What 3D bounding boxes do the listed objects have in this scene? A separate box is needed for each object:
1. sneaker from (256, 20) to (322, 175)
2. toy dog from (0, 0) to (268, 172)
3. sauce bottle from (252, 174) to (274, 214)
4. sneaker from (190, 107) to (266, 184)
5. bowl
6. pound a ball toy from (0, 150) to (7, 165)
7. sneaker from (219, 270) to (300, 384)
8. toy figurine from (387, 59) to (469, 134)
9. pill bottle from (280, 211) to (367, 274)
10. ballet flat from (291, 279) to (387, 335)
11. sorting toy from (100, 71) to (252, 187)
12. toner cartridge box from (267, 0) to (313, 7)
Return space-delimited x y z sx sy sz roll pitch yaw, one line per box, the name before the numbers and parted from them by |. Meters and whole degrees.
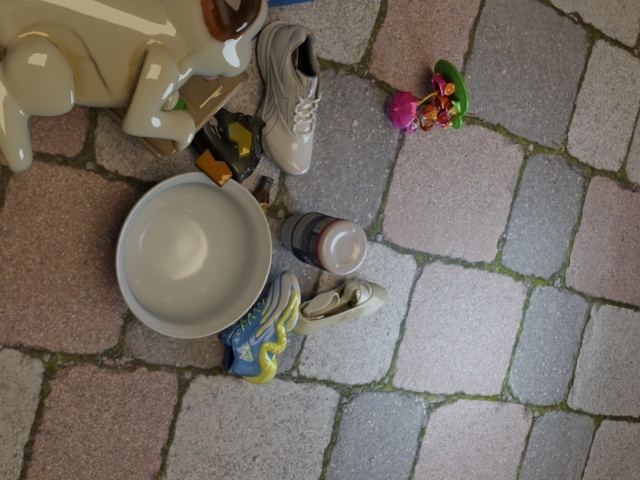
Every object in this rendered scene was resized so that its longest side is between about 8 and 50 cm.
sneaker | -0.054 -0.267 1.454 0.111 0.129 0.297 -15 109 -32
toy dog | -0.281 -0.326 1.121 0.408 0.284 0.395 -12 115 -11
sauce bottle | -0.124 -0.065 1.501 0.042 0.042 0.128 19 91 -34
sneaker | -0.187 -0.221 1.411 0.227 0.087 0.130 53 47 -11
bowl | -0.246 0.018 1.384 0.298 0.134 0.297 -7 103 -31
pound a ball toy | -0.608 -0.084 1.137 0.319 0.208 0.135 -3 125 -20
sneaker | -0.124 0.171 1.519 0.126 0.091 0.240 13 93 -33
toy figurine | 0.221 -0.284 1.658 0.159 0.130 0.173 -26 138 -11
pill bottle | 0.000 0.000 1.510 0.108 0.180 0.107 -7 103 -31
ballet flat | 0.044 0.130 1.616 0.249 0.086 0.086 -22 111 -28
sorting toy | -0.234 -0.249 1.308 0.307 0.041 0.229 42 73 1
toner cartridge box | -0.159 -0.485 1.326 0.348 0.075 0.165 -21 129 -34
